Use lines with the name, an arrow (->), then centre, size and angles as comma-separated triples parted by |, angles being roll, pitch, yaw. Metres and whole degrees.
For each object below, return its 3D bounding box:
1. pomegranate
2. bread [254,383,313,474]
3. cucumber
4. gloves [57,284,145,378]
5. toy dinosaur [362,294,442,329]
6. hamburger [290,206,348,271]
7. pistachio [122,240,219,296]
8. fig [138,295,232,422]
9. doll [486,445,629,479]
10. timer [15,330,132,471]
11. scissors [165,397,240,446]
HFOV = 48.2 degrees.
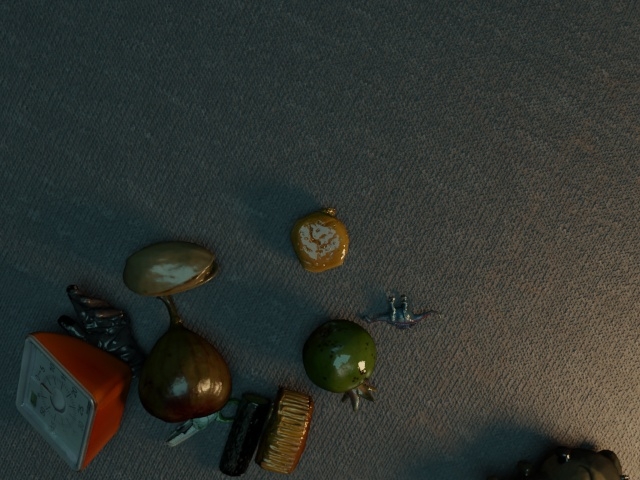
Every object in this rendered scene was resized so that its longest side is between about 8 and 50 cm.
pomegranate -> 0.057, 0.302, 1.722 | 0.181, 0.181, 0.224 | -23, 116, -1
bread -> -0.081, 0.454, 1.709 | 0.104, 0.199, 0.199 | 18, 92, -4
cucumber -> -0.185, 0.484, 1.753 | 0.078, 0.062, 0.211 | 16, 99, -14
gloves -> -0.522, 0.226, 1.714 | 0.142, 0.119, 0.286 | -31, 108, -8
toy dinosaur -> 0.202, 0.181, 1.776 | 0.197, 0.045, 0.080 | -2, 106, 5
hamburger -> 0.000, 0.000, 1.737 | 0.138, 0.083, 0.147 | -19, 97, -5
pistachio -> -0.356, 0.067, 1.701 | 0.225, 0.136, 0.136 | -8, 94, -2
fig -> -0.333, 0.262, 1.701 | 0.216, 0.217, 0.321 | -12, 72, -2
doll -> 0.608, 0.678, 1.754 | 0.382, 0.252, 0.379 | -15, 119, -2
timer -> -0.588, 0.354, 1.660 | 0.250, 0.161, 0.257 | 28, 122, 9
scissors -> -0.294, 0.445, 1.776 | 0.204, 0.027, 0.101 | -36, 92, -3
